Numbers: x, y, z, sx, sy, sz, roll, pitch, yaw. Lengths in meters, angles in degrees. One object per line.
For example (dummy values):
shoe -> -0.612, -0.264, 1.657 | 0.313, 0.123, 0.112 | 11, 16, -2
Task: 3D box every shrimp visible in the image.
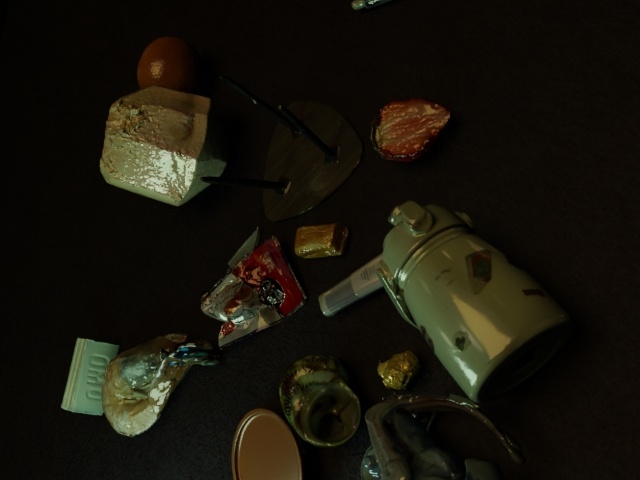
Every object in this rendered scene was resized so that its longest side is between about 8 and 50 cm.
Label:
shrimp -> -0.422, 0.352, 1.871 | 0.446, 0.110, 0.221 | -32, 61, 34

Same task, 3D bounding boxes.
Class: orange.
orange -> -0.422, -0.473, 2.102 | 0.206, 0.206, 0.205 | -16, 64, 38

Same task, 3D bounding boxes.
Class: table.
table -> -0.118, -0.241, 1.701 | 0.317, 0.249, 0.317 | -16, 65, 38

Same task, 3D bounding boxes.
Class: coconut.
coconut -> -0.391, -0.244, 1.929 | 0.297, 0.310, 0.297 | -167, 90, -84

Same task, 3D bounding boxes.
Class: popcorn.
popcorn -> 0.154, 0.255, 1.405 | 0.084, 0.084, 0.084 | -16, 64, 38

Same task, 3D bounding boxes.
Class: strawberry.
strawberry -> 0.190, -0.231, 1.538 | 0.187, 0.082, 0.146 | -15, 71, 31

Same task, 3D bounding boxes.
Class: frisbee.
frisbee -> -0.112, 0.477, 1.558 | 0.251, 0.021, 0.250 | -6, 82, 48

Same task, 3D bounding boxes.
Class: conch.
conch -> 0.007, 0.315, 1.481 | 0.188, 0.124, 0.181 | 14, 74, 21

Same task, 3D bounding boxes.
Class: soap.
soap -> -0.627, 0.372, 2.035 | 0.063, 0.115, 0.198 | -1, 75, 42

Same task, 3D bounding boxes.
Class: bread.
bread -> 0.000, 0.000, 1.644 | 0.132, 0.053, 0.074 | -8, 65, 40

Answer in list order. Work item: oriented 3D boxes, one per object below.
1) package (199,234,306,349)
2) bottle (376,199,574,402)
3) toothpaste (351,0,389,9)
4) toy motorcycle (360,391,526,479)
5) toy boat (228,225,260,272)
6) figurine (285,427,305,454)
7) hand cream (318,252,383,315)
package -> -0.164, 0.134, 1.736 | 0.269, 0.071, 0.194 | -38, 72, 14
bottle -> 0.234, 0.087, 1.273 | 0.229, 0.229, 0.351 | -50, 56, 17
toothpaste -> 0.166, -0.577, 1.716 | 0.216, 0.037, 0.061 | -10, 67, 35
toy motorcycle -> 0.187, 0.377, 1.220 | 0.319, 0.182, 0.240 | 37, 120, 52
toy boat -> -0.178, 0.025, 1.818 | 0.096, 0.034, 0.122 | 4, 69, 40
figurine -> -0.053, 0.419, 1.548 | 0.064, 0.047, 0.109 | 32, 105, 15
hand cream -> 0.104, 0.078, 1.524 | 0.255, 0.048, 0.079 | -35, 53, 27
